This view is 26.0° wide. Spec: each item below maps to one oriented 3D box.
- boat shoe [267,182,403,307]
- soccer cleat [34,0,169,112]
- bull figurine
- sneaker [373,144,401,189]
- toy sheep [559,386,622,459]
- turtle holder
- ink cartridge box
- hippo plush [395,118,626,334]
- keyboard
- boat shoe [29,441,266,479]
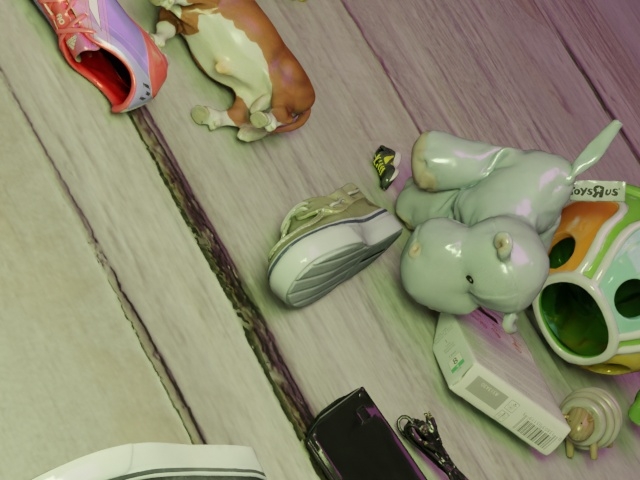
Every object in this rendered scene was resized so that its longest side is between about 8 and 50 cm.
[{"bbox_3d":[0.000,0.000,1.569,0.094,0.109,0.302,44,19,10],"label":"boat shoe"},{"bbox_3d":[-0.260,-0.243,1.468,0.248,0.083,0.095,49,35,-11],"label":"soccer cleat"},{"bbox_3d":[-0.126,-0.247,1.634,0.310,0.101,0.188,47,35,-6],"label":"bull figurine"},{"bbox_3d":[0.084,-0.097,1.839,0.035,0.031,0.083,31,31,-11],"label":"sneaker"},{"bbox_3d":[0.353,0.234,1.812,0.091,0.091,0.132,58,27,8],"label":"toy sheep"},{"bbox_3d":[0.404,0.092,1.924,0.227,0.243,0.320,-34,128,-45],"label":"turtle holder"},{"bbox_3d":[0.210,0.149,1.756,0.181,0.056,0.224,35,16,-27],"label":"ink cartridge box"},{"bbox_3d":[0.219,0.014,1.706,0.234,0.294,0.236,74,24,-43],"label":"hippo plush"},{"bbox_3d":[0.113,0.295,1.472,0.317,0.033,0.201,56,37,4],"label":"keyboard"},{"bbox_3d":[-0.138,0.232,1.129,0.301,0.108,0.102,12,47,-58],"label":"boat shoe"}]
